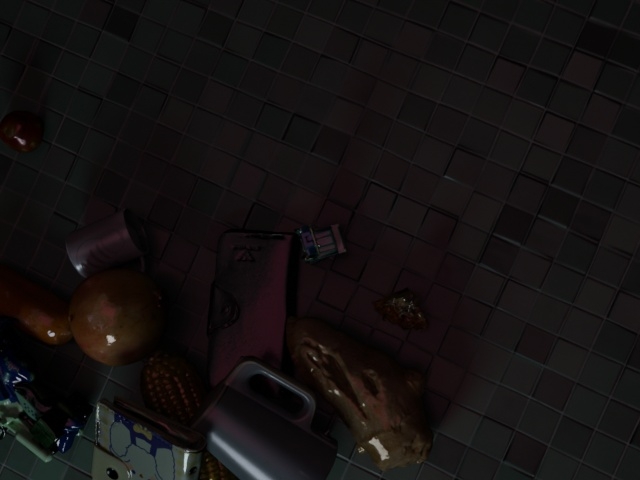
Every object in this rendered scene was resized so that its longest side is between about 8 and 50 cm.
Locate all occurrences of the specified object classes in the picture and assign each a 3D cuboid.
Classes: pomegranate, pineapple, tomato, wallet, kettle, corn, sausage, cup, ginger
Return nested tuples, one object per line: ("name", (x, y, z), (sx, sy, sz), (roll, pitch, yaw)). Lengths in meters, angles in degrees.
("pomegranate", (-0.374, 0.140, 1.626), (0.191, 0.191, 0.191), (-1, 86, 9))
("pineapple", (0.156, 0.115, 1.593), (0.114, 0.114, 0.077), (29, 72, 6))
("tomato", (-0.602, -0.221, 1.745), (0.087, 0.075, 0.087), (-1, 87, 13))
("wallet", (-0.129, 0.137, 1.660), (0.172, 0.045, 0.318), (4, 85, 8))
("wallet", (-0.317, 0.436, 1.575), (0.223, 0.077, 0.309), (25, 122, 21))
("kettle", (-0.093, 0.337, 1.545), (0.243, 0.160, 0.210), (39, 101, -8))
("corn", (-0.235, 0.372, 1.626), (0.120, 0.120, 0.363), (-26, 86, 7))
("sausage", (-0.581, 0.127, 1.711), (0.238, 0.098, 0.098), (29, 91, 11))
("cup", (-0.404, 0.023, 1.684), (0.133, 0.099, 0.136), (-22, 82, 6))
("ginger", (0.068, 0.263, 1.577), (0.354, 0.126, 0.190), (39, 105, 8))

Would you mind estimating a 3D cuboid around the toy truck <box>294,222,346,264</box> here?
("toy truck", (0.000, 0.000, 1.584), (0.081, 0.175, 0.067), (-17, 83, 1))

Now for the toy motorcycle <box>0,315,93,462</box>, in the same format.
("toy motorcycle", (-0.586, 0.269, 1.658), (0.331, 0.125, 0.196), (43, 116, 3))
